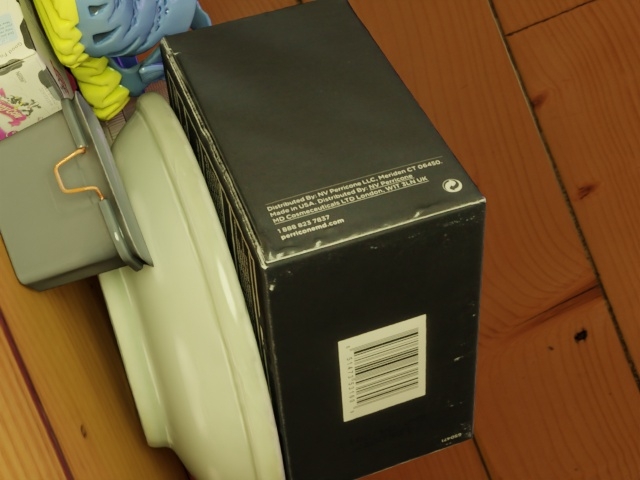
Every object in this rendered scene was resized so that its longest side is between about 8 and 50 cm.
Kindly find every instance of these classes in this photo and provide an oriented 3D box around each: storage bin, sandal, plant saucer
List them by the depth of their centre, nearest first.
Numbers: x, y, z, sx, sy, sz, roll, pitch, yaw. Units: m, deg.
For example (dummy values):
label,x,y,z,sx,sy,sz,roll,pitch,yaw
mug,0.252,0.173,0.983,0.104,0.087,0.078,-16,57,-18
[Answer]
label,x,y,z,sx,sy,sz,roll,pitch,yaw
storage bin,-0.193,-0.029,0.864,0.098,0.091,0.135,82,-15,-81
sandal,-0.171,-0.204,1.014,0.317,0.138,0.126,97,-27,-84
plant saucer,-0.137,0.070,1.054,0.400,0.100,0.400,164,-90,-78

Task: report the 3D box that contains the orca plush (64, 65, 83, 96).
label,x,y,z,sx,sy,sz,roll,pitch,yaw
orca plush,-0.341,-0.323,1.556,0.102,0.151,0.287,-10,-72,56

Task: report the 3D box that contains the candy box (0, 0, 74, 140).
label,x,y,z,sx,sy,sz,roll,pitch,yaw
candy box,-0.275,-0.192,0.981,0.159,0.071,0.233,75,-9,-66

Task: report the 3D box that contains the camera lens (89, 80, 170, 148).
label,x,y,z,sx,sy,sz,roll,pitch,yaw
camera lens,-0.139,-0.088,1.338,0.219,0.274,0.219,158,-90,-87

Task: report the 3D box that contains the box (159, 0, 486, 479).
label,x,y,z,sx,sy,sz,roll,pitch,yaw
box,0.000,0.000,1.003,0.296,0.182,0.294,86,-18,-45

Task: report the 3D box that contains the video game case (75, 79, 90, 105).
label,x,y,z,sx,sy,sz,roll,pitch,yaw
video game case,-0.345,-0.201,1.793,0.119,0.015,0.166,73,-6,-66
